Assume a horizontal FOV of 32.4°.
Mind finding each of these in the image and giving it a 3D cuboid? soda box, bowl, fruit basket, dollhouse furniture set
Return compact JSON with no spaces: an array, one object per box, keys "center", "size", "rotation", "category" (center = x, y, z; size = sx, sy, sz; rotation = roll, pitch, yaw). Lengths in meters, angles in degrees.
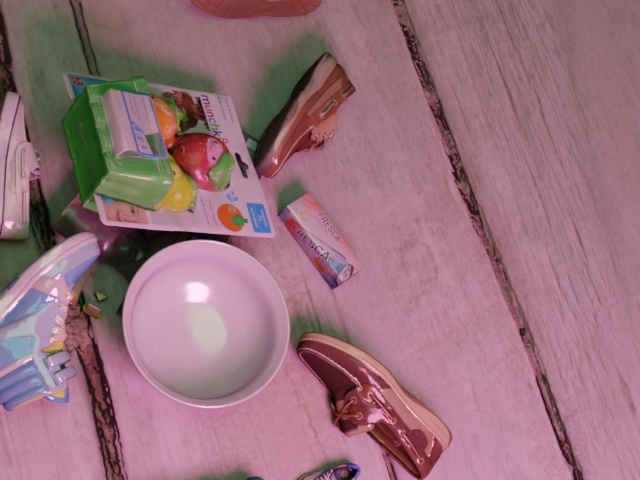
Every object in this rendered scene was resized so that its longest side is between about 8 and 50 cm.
[{"center":[0.000,0.000,2.107],"size":[0.063,0.058,0.183],"rotation":[-34,85,-28],"category":"soda box"},{"center":[-0.211,0.158,1.923],"size":[0.297,0.134,0.298],"rotation":[7,68,-18],"category":"bowl"},{"center":[-0.256,-0.157,1.923],"size":[0.353,0.165,0.327],"rotation":[1,58,-34],"category":"fruit basket"},{"center":[-0.399,0.084,1.921],"size":[0.151,0.058,0.076],"rotation":[29,63,-9],"category":"dollhouse furniture set"}]

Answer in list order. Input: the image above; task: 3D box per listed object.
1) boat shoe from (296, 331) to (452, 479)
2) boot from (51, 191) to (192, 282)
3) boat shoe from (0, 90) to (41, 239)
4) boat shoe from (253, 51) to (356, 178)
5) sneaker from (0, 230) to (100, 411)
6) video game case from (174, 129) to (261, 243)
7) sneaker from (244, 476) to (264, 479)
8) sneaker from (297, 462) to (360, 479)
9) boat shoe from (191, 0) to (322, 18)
[{"center":[0.081,0.303,1.994],"size":[0.342,0.123,0.123],"rotation":[42,60,-9],"category":"boat shoe"},{"center":[-0.348,-0.026,1.983],"size":[0.208,0.076,0.190],"rotation":[38,60,3],"category":"boot"},{"center":[-0.532,-0.129,1.930],"size":[0.088,0.096,0.268],"rotation":[8,69,-23],"category":"boat shoe"},{"center":[-0.019,-0.233,2.144],"size":[0.116,0.123,0.324],"rotation":[40,56,-13],"category":"boat shoe"},{"center":[-0.444,0.150,1.835],"size":[0.208,0.127,0.319],"rotation":[45,77,0],"category":"sneaker"},{"center":[-0.217,-0.128,2.051],"size":[0.196,0.026,0.274],"rotation":[31,48,-8],"category":"video game case"},{"center":[-0.224,0.454,1.823],"size":[0.302,0.108,0.121],"rotation":[-27,86,-26],"category":"sneaker"},{"center":[0.012,0.425,1.953],"size":[0.135,0.058,0.052],"rotation":[-21,79,-26],"category":"sneaker"},{"center":[-0.134,-0.512,2.227],"size":[0.285,0.103,0.092],"rotation":[-4,67,-26],"category":"boat shoe"}]
